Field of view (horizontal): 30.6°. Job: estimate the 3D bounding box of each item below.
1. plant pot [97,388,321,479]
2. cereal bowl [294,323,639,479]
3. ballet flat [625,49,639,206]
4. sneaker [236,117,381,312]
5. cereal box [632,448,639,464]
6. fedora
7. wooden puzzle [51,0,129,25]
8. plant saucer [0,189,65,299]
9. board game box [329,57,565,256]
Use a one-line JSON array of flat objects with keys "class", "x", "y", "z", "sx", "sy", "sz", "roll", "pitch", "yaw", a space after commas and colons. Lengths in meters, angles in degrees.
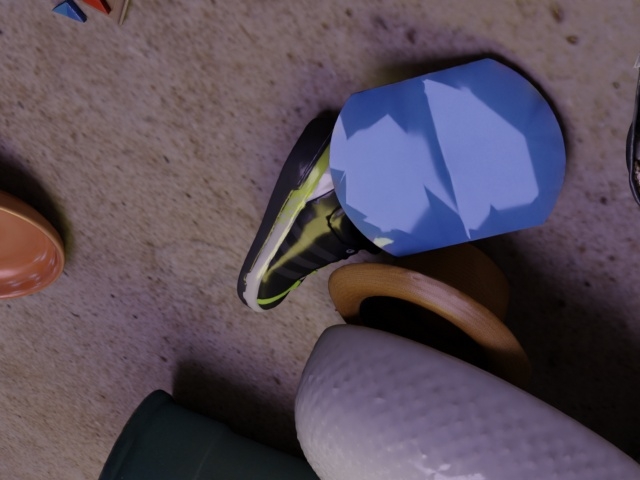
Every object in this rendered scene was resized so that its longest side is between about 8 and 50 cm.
[{"class": "plant pot", "x": -0.063, "y": 0.369, "z": 1.249, "sx": 0.334, "sy": 0.341, "sz": 0.341, "roll": 15, "pitch": 141, "yaw": 7}, {"class": "cereal bowl", "x": 0.118, "y": 0.214, "z": 0.989, "sx": 0.339, "sy": 0.141, "sz": 0.339, "roll": 29, "pitch": 166, "yaw": 8}, {"class": "ballet flat", "x": 0.225, "y": -0.091, "z": 0.724, "sx": 0.074, "sy": 0.074, "sz": 0.203, "roll": 16, "pitch": 140, "yaw": 18}, {"class": "sneaker", "x": 0.000, "y": 0.000, "z": 0.963, "sx": 0.097, "sy": 0.084, "sz": 0.234, "roll": 27, "pitch": 143, "yaw": 2}, {"class": "cereal box", "x": 0.363, "y": 0.187, "z": 0.964, "sx": 0.173, "sy": 0.047, "sz": 0.240, "roll": 25, "pitch": 143, "yaw": 10}, {"class": "fedora", "x": 0.098, "y": 0.052, "z": 0.951, "sx": 0.194, "sy": 0.079, "sz": 0.194, "roll": 25, "pitch": 158, "yaw": 11}, {"class": "wooden puzzle", "x": -0.179, "y": -0.206, "z": 0.905, "sx": 0.079, "sy": 0.014, "sz": 0.116, "roll": 27, "pitch": 143, "yaw": 5}, {"class": "plant saucer", "x": -0.358, "y": -0.002, "z": 1.184, "sx": 0.200, "sy": 0.037, "sz": 0.200, "roll": 0, "pitch": 147, "yaw": 0}, {"class": "board game box", "x": 0.091, "y": -0.064, "z": 0.852, "sx": 0.169, "sy": 0.033, "sz": 0.133, "roll": -14, "pitch": 113, "yaw": 15}]
